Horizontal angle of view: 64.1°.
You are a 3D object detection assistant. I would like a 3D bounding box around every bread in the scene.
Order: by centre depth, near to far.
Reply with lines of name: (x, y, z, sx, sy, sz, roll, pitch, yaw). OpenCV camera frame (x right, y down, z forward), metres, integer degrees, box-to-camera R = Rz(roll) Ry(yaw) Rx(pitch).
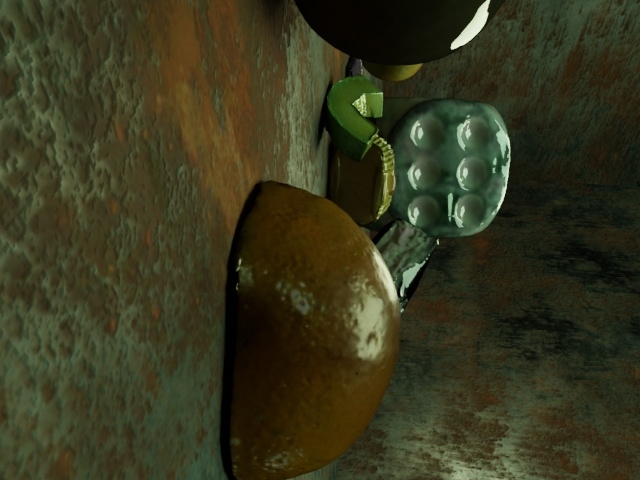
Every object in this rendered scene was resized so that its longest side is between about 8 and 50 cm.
bread: (0.091, -0.132, 1.102, 0.114, 0.132, 0.191, -40, 138, -58)

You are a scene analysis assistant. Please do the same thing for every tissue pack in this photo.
tissue pack: (0.066, 0.143, 0.879, 0.245, 0.123, 0.332, -46, 160, -42)

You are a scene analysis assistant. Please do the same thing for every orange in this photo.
orange: (-0.031, 0.096, 0.588, 0.310, 0.274, 0.274, 64, 7, 4)

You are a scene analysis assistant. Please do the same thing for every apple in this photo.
apple: (0.201, -0.576, 1.441, 0.261, 0.194, 0.261, 5, 90, -84)

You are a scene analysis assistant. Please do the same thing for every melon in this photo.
melon: (0.065, -0.241, 0.978, 0.064, 0.118, 0.209, 106, 9, -48)

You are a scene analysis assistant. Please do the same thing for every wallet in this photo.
wallet: (0.090, -0.420, 1.320, 0.166, 0.030, 0.111, -75, 168, -49)

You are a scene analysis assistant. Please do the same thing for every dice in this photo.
dice: (0.261, -0.190, 1.316, 0.348, 0.330, 0.328, -133, -136, -75)

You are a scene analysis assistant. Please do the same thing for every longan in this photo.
longan: (0.096, -0.335, 0.549, 0.297, 0.297, 0.297, 5, 90, -82)

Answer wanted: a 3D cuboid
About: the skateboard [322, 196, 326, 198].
skateboard: (0.000, 0.000, 0.766, 0.067, 0.080, 0.151, -85, 177, -47)
